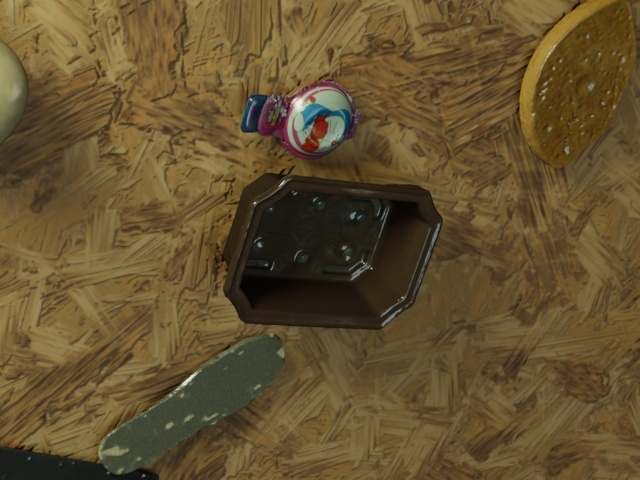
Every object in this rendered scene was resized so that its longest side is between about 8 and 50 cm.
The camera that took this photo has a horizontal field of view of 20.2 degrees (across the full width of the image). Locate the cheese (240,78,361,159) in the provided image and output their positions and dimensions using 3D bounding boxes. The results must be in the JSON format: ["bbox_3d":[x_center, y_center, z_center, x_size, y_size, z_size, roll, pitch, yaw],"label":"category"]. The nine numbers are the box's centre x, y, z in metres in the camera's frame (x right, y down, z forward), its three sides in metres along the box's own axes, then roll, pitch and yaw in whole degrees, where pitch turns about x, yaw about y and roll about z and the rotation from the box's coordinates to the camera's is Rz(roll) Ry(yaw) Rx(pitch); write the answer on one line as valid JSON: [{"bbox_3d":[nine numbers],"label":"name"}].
[{"bbox_3d":[-0.020,-0.131,1.927,0.145,0.038,0.095,3,114,-33],"label":"cheese"}]

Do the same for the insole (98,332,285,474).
[{"bbox_3d":[-0.144,0.186,2.050,0.248,0.011,0.081,-32,124,-14],"label":"insole"}]

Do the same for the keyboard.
[{"bbox_3d":[-0.289,0.275,2.018,0.231,0.023,0.072,15,101,-36],"label":"keyboard"}]

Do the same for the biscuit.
[{"bbox_3d":[0.297,-0.186,2.085,0.142,0.029,0.220,2,117,-32],"label":"biscuit"}]

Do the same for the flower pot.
[{"bbox_3d":[0.000,0.000,1.987,0.251,0.084,0.179,4,114,-33],"label":"flower pot"}]

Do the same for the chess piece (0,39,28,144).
[{"bbox_3d":[-0.390,-0.181,1.624,0.167,0.167,0.300,-51,136,5],"label":"chess piece"}]
